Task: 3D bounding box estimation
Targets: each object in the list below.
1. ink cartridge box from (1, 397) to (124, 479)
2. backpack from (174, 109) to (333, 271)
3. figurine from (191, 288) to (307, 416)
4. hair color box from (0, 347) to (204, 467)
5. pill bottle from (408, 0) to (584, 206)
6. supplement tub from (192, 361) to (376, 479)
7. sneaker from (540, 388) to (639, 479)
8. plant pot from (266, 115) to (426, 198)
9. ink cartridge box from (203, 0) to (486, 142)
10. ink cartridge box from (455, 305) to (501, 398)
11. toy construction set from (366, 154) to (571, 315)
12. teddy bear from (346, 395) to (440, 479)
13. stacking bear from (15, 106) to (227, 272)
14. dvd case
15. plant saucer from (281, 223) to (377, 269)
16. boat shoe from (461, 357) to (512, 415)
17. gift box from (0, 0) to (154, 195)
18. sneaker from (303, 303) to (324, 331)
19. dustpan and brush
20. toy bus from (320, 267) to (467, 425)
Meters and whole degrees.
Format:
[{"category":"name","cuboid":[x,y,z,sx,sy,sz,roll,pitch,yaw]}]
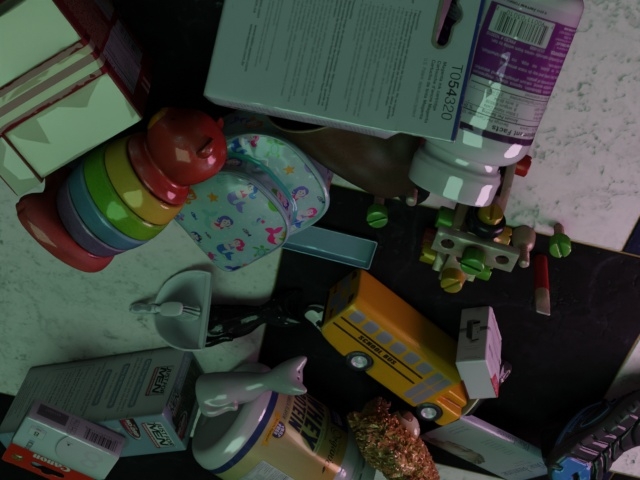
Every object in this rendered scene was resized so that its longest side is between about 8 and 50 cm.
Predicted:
[{"category":"ink cartridge box","cuboid":[-0.504,0.417,1.853,0.189,0.066,0.232,27,125,-13]},{"category":"backpack","cuboid":[-0.111,-0.088,1.524,0.253,0.191,0.225,-26,120,22]},{"category":"figurine","cuboid":[-0.121,0.203,1.754,0.209,0.215,0.092,-15,153,17]},{"category":"hair color box","cuboid":[-0.432,0.332,1.927,0.374,0.185,0.113,-10,126,18]},{"category":"pill bottle","cuboid":[0.225,-0.206,1.307,0.169,0.169,0.301,17,109,-4]},{"category":"supplement tub","cuboid":[-0.068,0.408,1.896,0.316,0.228,0.228,37,127,-20]},{"category":"sneaker","cuboid":[0.558,0.326,1.793,0.341,0.139,0.125,-30,110,9]},{"category":"plant pot","cuboid":[0.067,-0.171,1.419,0.215,0.215,0.230,-18,137,23]},{"category":"ink cartridge box","cuboid":[0.044,-0.305,1.242,0.330,0.071,0.324,13,88,6]},{"category":"ink cartridge box","cuboid":[0.283,0.199,1.717,0.056,0.135,0.099,-8,127,20]},{"category":"toy construction set","cuboid":[0.259,0.017,1.501,0.309,0.237,0.257,35,127,-19]},{"category":"teddy bear","cuboid":[0.169,0.414,1.867,0.113,0.245,0.338,-30,124,5]},{"category":"stacking bear","cuboid":[-0.261,-0.089,1.388,0.289,0.175,0.164,-32,108,22]},{"category":"dvd case","cuboid":[0.336,0.416,1.925,0.253,0.022,0.180,27,149,-12]},{"category":"plant saucer","cuboid":[0.000,0.000,1.679,0.192,0.018,0.067,14,131,-2]},{"category":"boat shoe","cuboid":[0.309,0.278,1.808,0.042,0.049,0.133,31,97,-20]},{"category":"gift box","cuboid":[-0.407,-0.241,1.404,0.258,0.276,0.255,-28,114,11]},{"category":"sneaker","cuboid":[0.014,0.158,1.793,0.109,0.044,0.040,33,130,-15]},{"category":"dustpan and brush","cuboid":[-0.286,0.129,1.794,0.060,0.147,0.211,12,169,-36]},{"category":"toy bus","cuboid":[0.149,0.199,1.761,0.332,0.108,0.130,37,124,-20]}]
